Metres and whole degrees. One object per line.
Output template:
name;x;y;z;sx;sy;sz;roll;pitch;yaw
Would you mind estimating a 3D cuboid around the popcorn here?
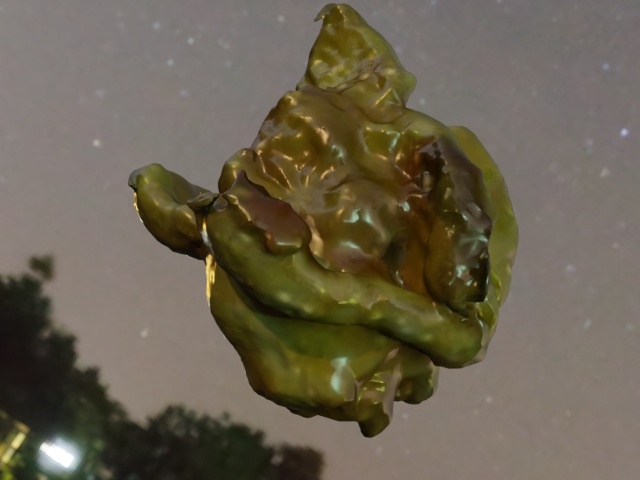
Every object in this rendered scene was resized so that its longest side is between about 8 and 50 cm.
popcorn;0.002;-0.003;1.136;0.326;0.321;0.290;-1;-52;13
